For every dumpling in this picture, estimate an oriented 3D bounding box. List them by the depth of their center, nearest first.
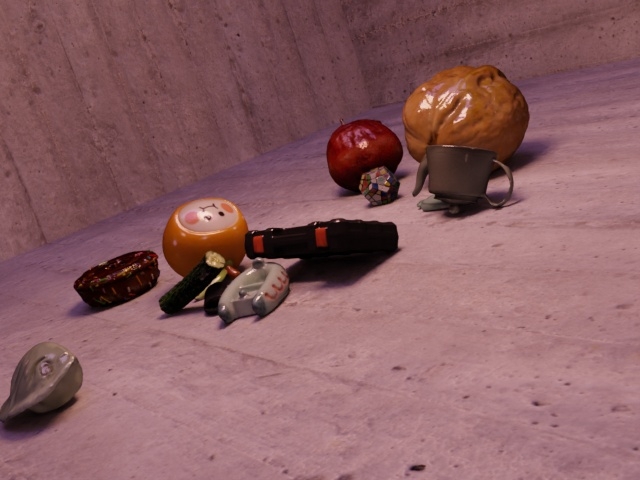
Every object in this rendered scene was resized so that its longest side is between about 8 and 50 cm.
[{"bbox_3d":[-0.489,0.260,1.411,0.108,0.152,0.219,22,-26,-27],"label":"dumpling"}]

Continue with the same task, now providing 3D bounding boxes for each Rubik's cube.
[{"bbox_3d":[0.159,-0.146,2.131,0.111,0.111,0.093,-12,39,26],"label":"Rubik's cube"}]

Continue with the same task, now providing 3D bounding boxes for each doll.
[{"bbox_3d":[-0.257,0.024,1.878,0.213,0.213,0.236,-24,59,-22],"label":"doll"}]

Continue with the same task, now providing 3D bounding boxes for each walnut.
[{"bbox_3d":[0.392,-0.319,2.100,0.306,0.306,0.344,-4,22,46],"label":"walnut"}]

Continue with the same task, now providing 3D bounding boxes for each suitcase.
[{"bbox_3d":[0.000,0.001,1.688,0.286,0.066,0.206,-6,-5,41],"label":"suitcase"}]

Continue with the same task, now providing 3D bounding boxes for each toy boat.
[{"bbox_3d":[-0.136,0.095,1.613,0.134,0.078,0.207,-16,15,22],"label":"toy boat"}]

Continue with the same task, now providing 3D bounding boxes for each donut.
[{"bbox_3d":[-0.522,0.100,2.060,0.235,0.089,0.235,-18,13,4],"label":"donut"}]

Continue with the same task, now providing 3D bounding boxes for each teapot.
[{"bbox_3d":[0.318,-0.132,1.783,0.239,0.148,0.162,8,1,31],"label":"teapot"}]

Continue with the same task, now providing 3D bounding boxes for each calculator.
[{"bbox_3d":[0.297,-0.097,1.909,0.153,0.021,0.095,-1,22,43],"label":"calculator"}]

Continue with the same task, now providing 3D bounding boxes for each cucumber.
[{"bbox_3d":[-0.276,0.093,1.715,0.187,0.058,0.058,-41,2,28],"label":"cucumber"}]

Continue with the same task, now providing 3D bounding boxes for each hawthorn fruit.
[{"bbox_3d":[0.114,-0.273,2.395,0.230,0.210,0.266,-33,50,0],"label":"hawthorn fruit"}]

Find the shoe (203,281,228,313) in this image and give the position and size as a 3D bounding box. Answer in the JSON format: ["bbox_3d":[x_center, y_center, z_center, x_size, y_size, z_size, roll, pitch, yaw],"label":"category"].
[{"bbox_3d":[-0.224,0.114,1.704,0.062,0.053,0.159,-15,11,-1],"label":"shoe"}]
